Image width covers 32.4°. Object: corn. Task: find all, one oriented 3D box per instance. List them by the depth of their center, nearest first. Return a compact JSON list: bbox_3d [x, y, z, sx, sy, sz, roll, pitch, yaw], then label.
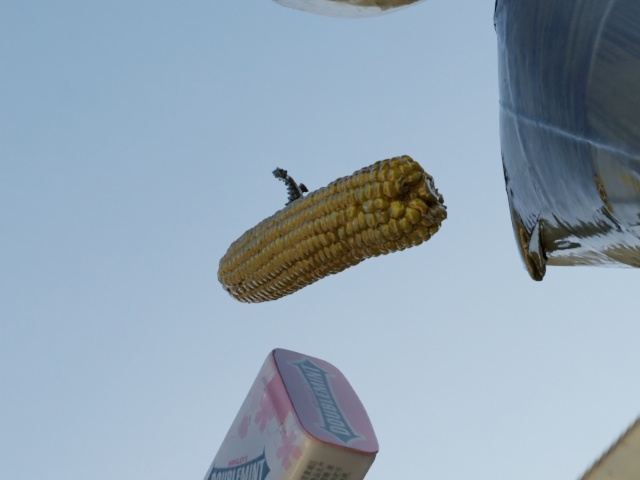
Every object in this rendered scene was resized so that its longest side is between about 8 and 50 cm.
[{"bbox_3d":[-0.002,-0.004,1.204,0.102,0.313,0.102,31,-132,-41],"label":"corn"}]

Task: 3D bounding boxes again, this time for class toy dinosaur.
[{"bbox_3d":[-0.022,-0.037,1.365,0.055,0.049,0.154,-45,-47,-17],"label":"toy dinosaur"}]

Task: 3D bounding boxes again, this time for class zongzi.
[{"bbox_3d":[0.147,-0.104,0.484,0.112,0.221,0.242,-7,-88,-14],"label":"zongzi"}]

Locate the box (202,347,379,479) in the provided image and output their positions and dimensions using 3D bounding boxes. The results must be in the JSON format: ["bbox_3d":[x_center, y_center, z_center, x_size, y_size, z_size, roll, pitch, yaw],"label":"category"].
[{"bbox_3d":[-0.074,0.326,1.262,0.112,0.190,0.369,18,-69,-22],"label":"box"}]

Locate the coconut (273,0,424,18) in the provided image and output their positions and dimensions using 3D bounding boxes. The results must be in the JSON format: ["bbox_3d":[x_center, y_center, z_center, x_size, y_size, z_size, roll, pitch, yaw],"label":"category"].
[{"bbox_3d":[0.054,-0.432,1.240,0.415,0.415,0.344,-45,-74,-19],"label":"coconut"}]
